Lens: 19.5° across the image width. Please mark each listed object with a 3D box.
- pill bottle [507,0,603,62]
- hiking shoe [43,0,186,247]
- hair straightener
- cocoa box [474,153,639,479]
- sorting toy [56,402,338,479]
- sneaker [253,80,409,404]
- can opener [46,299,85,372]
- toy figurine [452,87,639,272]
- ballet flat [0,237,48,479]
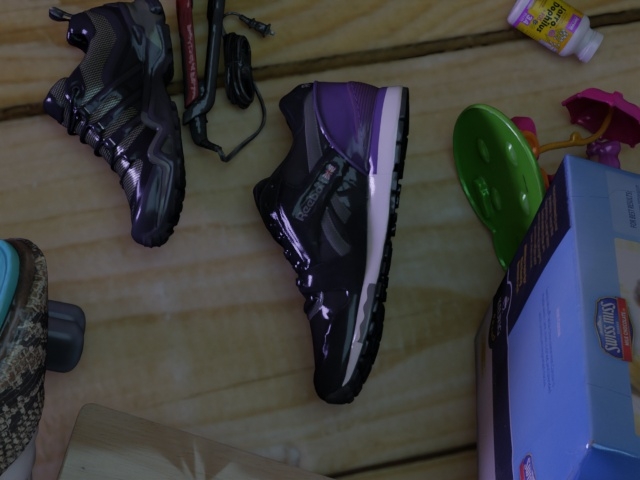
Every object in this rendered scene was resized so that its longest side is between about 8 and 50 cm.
[{"bbox_3d":[0.215,-0.196,1.697,0.083,0.043,0.043,31,74,-3],"label":"pill bottle"},{"bbox_3d":[-0.176,-0.097,1.589,0.114,0.086,0.227,-6,70,-3],"label":"hiking shoe"},{"bbox_3d":[-0.081,-0.179,1.633,0.089,0.047,0.230,-2,75,-12],"label":"hair straightener"},{"bbox_3d":[0.262,0.139,1.457,0.231,0.228,0.347,15,38,-8],"label":"cocoa box"},{"bbox_3d":[-0.110,0.293,1.504,0.257,0.089,0.255,18,75,-6],"label":"sorting toy"},{"bbox_3d":[0.000,0.000,1.599,0.124,0.107,0.283,6,73,6],"label":"sneaker"},{"bbox_3d":[-0.334,0.070,1.530,0.280,0.074,0.093,7,111,-8],"label":"can opener"},{"bbox_3d":[0.223,-0.063,1.646,0.159,0.130,0.173,-23,105,-24],"label":"toy figurine"},{"bbox_3d":[-0.336,0.222,1.444,0.483,0.164,0.182,-52,127,-7],"label":"ballet flat"}]
